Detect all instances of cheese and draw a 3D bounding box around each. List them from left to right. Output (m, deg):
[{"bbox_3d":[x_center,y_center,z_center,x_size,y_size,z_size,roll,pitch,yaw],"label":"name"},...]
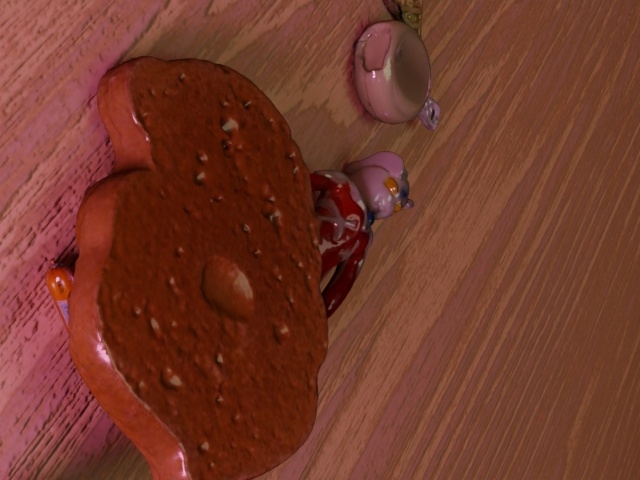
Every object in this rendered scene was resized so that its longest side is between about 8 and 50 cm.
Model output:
[{"bbox_3d":[0.118,-0.215,1.594,0.227,0.064,0.137,36,66,-56],"label":"cheese"}]

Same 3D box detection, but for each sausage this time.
[{"bbox_3d":[-0.237,0.062,1.094,0.031,0.031,0.107,-49,135,-43],"label":"sausage"}]

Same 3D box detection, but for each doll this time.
[{"bbox_3d":[0.000,0.000,1.420,0.384,0.099,0.188,-44,131,-42],"label":"doll"}]

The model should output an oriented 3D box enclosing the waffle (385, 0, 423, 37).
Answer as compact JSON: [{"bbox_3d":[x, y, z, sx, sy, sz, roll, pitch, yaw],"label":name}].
[{"bbox_3d":[0.102,-0.328,1.583,0.153,0.023,0.097,-3,97,-60],"label":"waffle"}]

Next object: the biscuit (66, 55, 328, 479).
[{"bbox_3d":[-0.110,0.036,1.164,0.350,0.078,0.455,29,56,-43],"label":"biscuit"}]
